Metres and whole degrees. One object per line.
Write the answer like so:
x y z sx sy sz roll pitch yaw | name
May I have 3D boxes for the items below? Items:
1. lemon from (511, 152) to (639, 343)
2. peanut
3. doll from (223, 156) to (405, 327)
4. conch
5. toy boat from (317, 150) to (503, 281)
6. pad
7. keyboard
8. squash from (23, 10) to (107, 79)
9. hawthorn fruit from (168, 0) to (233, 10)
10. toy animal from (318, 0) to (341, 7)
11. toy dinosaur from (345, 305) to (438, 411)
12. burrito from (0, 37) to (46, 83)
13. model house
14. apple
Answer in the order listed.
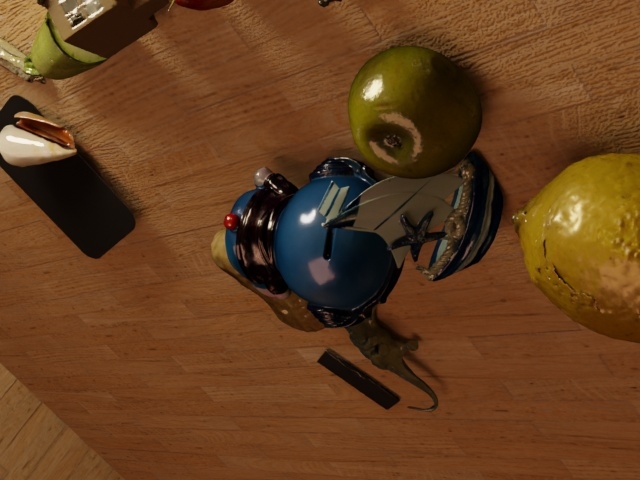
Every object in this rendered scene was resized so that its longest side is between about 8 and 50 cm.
0.408 0.005 1.311 0.310 0.253 0.254 21 145 20 | lemon
-0.070 0.061 1.884 0.291 0.143 0.159 42 136 -17 | peanut
0.000 0.000 1.659 0.309 0.284 0.240 8 -179 27 | doll
-0.584 -0.203 2.002 0.176 0.105 0.094 0 153 30 | conch
0.146 -0.021 1.526 0.070 0.291 0.210 -118 16 -60 | toy boat
-0.538 -0.157 2.120 0.375 0.063 0.315 48 137 -10 | pad
0.084 0.309 2.180 0.196 0.015 0.074 35 151 -1 | keyboard
-0.448 -0.347 1.740 0.137 0.137 0.287 46 159 -18 | squash
-0.177 -0.394 1.421 0.125 0.140 0.125 28 126 48 | hawthorn fruit
-0.017 -0.385 1.360 0.135 0.047 0.065 37 141 -2 | toy animal
0.118 0.211 1.977 0.363 0.076 0.147 41 157 -2 | toy dinosaur
-0.610 -0.361 1.896 0.188 0.045 0.058 36 172 -8 | burrito
-0.356 -0.439 1.520 0.176 0.181 0.248 -29 86 12 | model house
0.129 -0.178 1.399 0.196 0.157 0.197 17 135 18 | apple
